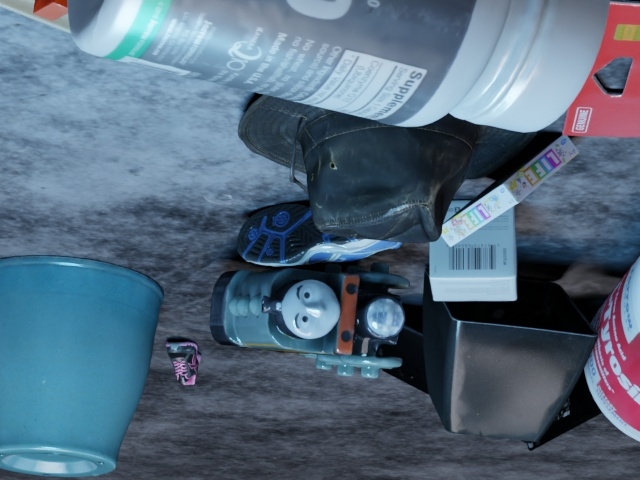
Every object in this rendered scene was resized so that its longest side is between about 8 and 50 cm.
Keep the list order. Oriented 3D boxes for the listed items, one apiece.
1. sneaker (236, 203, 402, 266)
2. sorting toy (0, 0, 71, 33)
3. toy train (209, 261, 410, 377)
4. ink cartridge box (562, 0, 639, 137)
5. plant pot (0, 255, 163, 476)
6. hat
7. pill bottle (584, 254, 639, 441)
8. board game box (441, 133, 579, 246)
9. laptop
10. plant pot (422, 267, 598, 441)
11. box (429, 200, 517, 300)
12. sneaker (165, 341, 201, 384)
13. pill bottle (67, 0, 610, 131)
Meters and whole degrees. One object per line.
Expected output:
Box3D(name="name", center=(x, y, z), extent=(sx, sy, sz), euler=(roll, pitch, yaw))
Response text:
Box3D(name="sneaker", center=(0.000, 0.000, 1.918), extent=(0.211, 0.080, 0.081), euler=(-6, 156, 25))
Box3D(name="sorting toy", center=(-0.177, -0.212, 1.394), extent=(0.347, 0.047, 0.196), euler=(18, 155, -37))
Box3D(name="toy train", center=(-0.016, 0.092, 2.010), extent=(0.190, 0.142, 0.334), euler=(7, 177, -18))
Box3D(name="ink cartridge box", center=(0.372, -0.131, 1.530), extent=(0.261, 0.066, 0.296), euler=(0, 160, 3))
Box3D(name="plant pot", center=(-0.358, 0.185, 2.221), extent=(0.271, 0.255, 0.271), euler=(2, 161, 1))
Box3D(name="hat", center=(0.067, -0.066, 1.651), extent=(0.331, 0.134, 0.331), euler=(3, 160, 1))
Box3D(name="pill bottle", center=(0.460, 0.096, 1.911), extent=(0.229, 0.229, 0.408), euler=(3, 160, -3))
Box3D(name="board game box", center=(0.199, -0.052, 1.733), extent=(0.103, 0.026, 0.154), euler=(-37, 180, -28))
Box3D(name="laptop", center=(0.295, 0.144, 2.382), extent=(0.408, 0.236, 0.382), euler=(-28, 158, -1))
Box3D(name="plant pot", center=(0.225, 0.152, 2.071), extent=(0.188, 0.167, 0.187), euler=(6, -161, -10))
Box3D(name="box", center=(0.179, 0.012, 1.900), extent=(0.101, 0.102, 0.087), euler=(-1, 158, 8))
Box3D(name="sneaker", center=(-0.212, 0.192, 2.519), extent=(0.047, 0.057, 0.119), euler=(1, 159, 11))
Box3D(name="pill bottle", center=(0.014, -0.197, 1.181), extent=(0.361, 0.204, 0.204), euler=(11, 159, -22))
